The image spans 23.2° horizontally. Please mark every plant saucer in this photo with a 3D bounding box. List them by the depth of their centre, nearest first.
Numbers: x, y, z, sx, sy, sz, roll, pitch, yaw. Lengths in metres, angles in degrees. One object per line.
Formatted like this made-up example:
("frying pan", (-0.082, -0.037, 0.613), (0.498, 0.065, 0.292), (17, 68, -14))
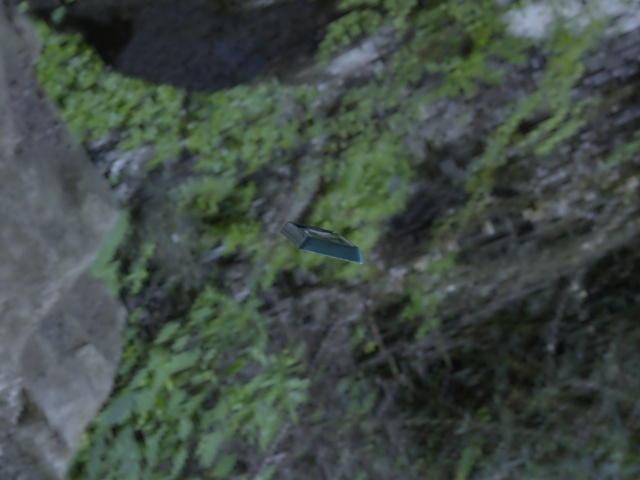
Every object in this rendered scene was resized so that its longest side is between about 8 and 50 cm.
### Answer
("plant saucer", (0.000, 0.000, 1.643), (0.067, 0.192, 0.018), (13, 95, -8))
